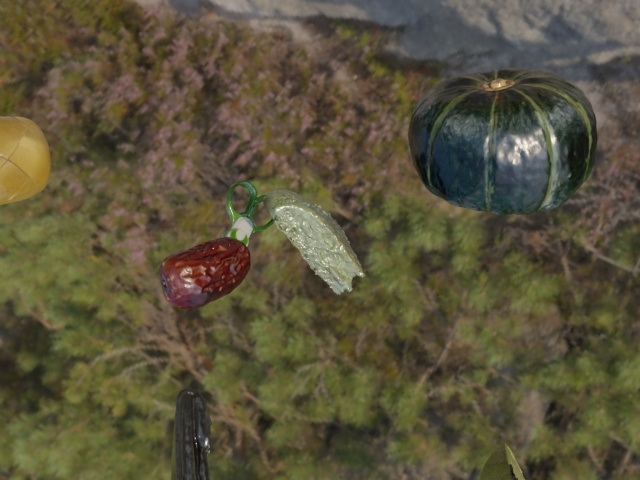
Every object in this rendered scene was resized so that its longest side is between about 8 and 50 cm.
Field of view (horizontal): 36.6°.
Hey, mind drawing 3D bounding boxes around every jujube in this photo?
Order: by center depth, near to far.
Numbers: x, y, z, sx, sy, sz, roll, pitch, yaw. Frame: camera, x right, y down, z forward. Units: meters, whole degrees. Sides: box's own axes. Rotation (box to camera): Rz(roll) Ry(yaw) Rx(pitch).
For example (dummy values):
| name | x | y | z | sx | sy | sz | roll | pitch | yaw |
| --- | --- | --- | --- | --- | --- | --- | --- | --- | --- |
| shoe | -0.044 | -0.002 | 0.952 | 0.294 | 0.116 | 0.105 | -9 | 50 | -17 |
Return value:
| name | x | y | z | sx | sy | sz | roll | pitch | yaw |
| --- | --- | --- | --- | --- | --- | --- | --- | --- | --- |
| jujube | -0.143 | 0.039 | 1.215 | 0.077 | 0.129 | 0.077 | 22 | 123 | 38 |

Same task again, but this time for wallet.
| name | x | y | z | sx | sy | sz | roll | pitch | yaw |
| --- | --- | --- | --- | --- | --- | --- | --- | --- | --- |
| wallet | -0.211 | 0.411 | 1.559 | 0.062 | 0.228 | 0.406 | 2 | 152 | -9 |

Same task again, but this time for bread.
| name | x | y | z | sx | sy | sz | roll | pitch | yaw |
| --- | --- | --- | --- | --- | --- | --- | --- | --- | --- |
| bread | -0.292 | -0.072 | 0.873 | 0.056 | 0.115 | 0.082 | -4 | 95 | 37 |
| bread | 0.000 | 0.000 | 1.414 | 0.172 | 0.064 | 0.232 | 55 | -173 | 20 |

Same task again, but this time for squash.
| name | x | y | z | sx | sy | sz | roll | pitch | yaw |
| --- | --- | --- | --- | --- | --- | --- | --- | --- | --- |
| squash | 0.245 | -0.137 | 1.306 | 0.252 | 0.252 | 0.165 | 13 | 124 | 34 |
| squash | 0.333 | 0.434 | 1.475 | 0.155 | 0.204 | 0.237 | -32 | 81 | 45 |

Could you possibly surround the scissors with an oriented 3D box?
| name | x | y | z | sx | sy | sz | roll | pitch | yaw |
| --- | --- | --- | --- | --- | --- | --- | --- | --- | --- |
| scissors | -0.148 | -0.002 | 1.674 | 0.101 | 0.204 | 0.027 | 34 | 157 | -22 |
